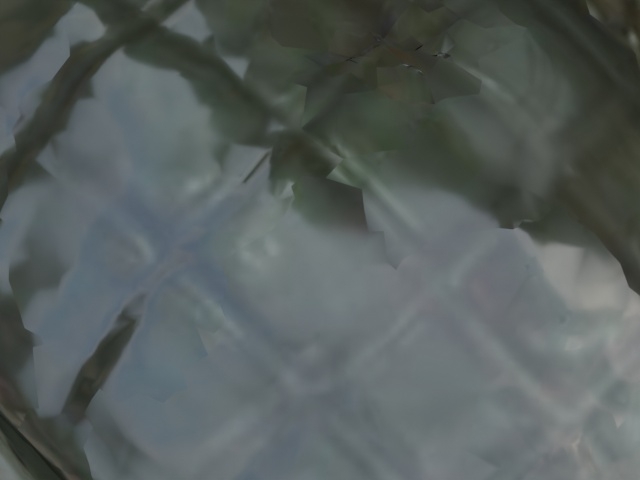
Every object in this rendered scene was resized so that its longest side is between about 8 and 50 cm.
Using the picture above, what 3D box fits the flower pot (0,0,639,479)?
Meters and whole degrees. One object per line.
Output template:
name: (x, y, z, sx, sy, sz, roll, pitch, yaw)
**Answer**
flower pot: (0.000, 0.000, 0.501, 0.213, 0.302, 0.302, -41, 99, -17)
